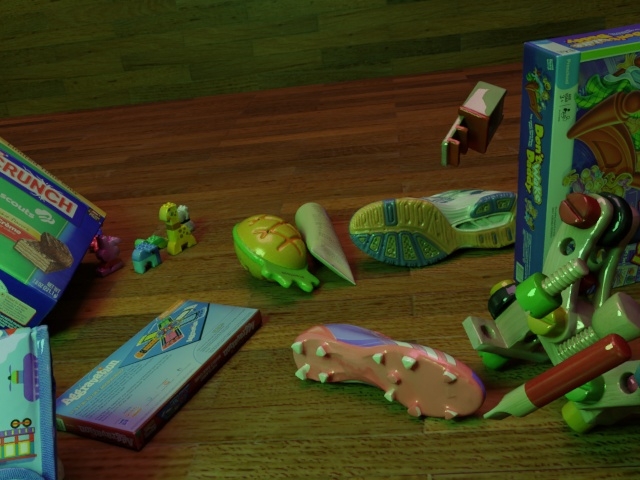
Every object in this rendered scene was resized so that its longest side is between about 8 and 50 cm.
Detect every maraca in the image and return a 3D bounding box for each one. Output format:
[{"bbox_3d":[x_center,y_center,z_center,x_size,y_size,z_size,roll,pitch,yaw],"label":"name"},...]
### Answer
[{"bbox_3d":[-0.071,0.023,1.108,0.127,0.099,0.185,10,26,-36],"label":"maraca"}]

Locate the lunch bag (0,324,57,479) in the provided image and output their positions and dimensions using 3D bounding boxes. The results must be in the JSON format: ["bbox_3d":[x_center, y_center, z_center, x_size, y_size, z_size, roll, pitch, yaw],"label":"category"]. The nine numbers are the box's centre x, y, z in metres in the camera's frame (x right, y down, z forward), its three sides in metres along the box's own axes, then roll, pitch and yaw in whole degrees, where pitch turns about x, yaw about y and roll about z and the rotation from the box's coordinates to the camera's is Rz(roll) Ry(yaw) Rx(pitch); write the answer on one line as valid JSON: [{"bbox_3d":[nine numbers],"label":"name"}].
[{"bbox_3d":[-0.339,0.238,0.593,0.221,0.138,0.293,-4,56,-20],"label":"lunch bag"}]

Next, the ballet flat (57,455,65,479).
[{"bbox_3d":[-0.321,0.264,0.684,0.057,0.052,0.168,2,26,22],"label":"ballet flat"}]

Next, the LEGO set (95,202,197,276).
[{"bbox_3d":[-0.301,-0.017,1.274,0.087,0.093,0.227,10,29,35],"label":"LEGO set"}]

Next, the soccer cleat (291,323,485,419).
[{"bbox_3d":[0.080,0.140,0.819,0.248,0.083,0.095,5,22,33],"label":"soccer cleat"}]

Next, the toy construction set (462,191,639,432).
[{"bbox_3d":[0.245,0.112,0.709,0.309,0.257,0.237,-10,-27,-49],"label":"toy construction set"}]

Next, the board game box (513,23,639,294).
[{"bbox_3d":[0.385,-0.100,0.929,0.234,0.347,0.078,-13,29,-11],"label":"board game box"}]

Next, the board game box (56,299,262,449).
[{"bbox_3d":[-0.208,0.161,0.918,0.145,0.027,0.281,6,27,26],"label":"board game box"}]

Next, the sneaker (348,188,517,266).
[{"bbox_3d":[0.189,-0.026,1.160,0.297,0.111,0.131,-3,11,-7],"label":"sneaker"}]

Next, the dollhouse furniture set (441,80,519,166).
[{"bbox_3d":[0.340,-0.141,1.117,0.259,0.262,0.135,25,71,20],"label":"dollhouse furniture set"}]

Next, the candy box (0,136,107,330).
[{"bbox_3d":[-0.508,-0.018,1.102,0.122,0.268,0.317,-47,20,17],"label":"candy box"}]

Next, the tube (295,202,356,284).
[{"bbox_3d":[0.000,0.000,1.175,0.070,0.062,0.240,-3,21,-10],"label":"tube"}]

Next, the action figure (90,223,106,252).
[{"bbox_3d":[-0.439,-0.005,1.372,0.038,0.030,0.115,-17,30,-9],"label":"action figure"}]
